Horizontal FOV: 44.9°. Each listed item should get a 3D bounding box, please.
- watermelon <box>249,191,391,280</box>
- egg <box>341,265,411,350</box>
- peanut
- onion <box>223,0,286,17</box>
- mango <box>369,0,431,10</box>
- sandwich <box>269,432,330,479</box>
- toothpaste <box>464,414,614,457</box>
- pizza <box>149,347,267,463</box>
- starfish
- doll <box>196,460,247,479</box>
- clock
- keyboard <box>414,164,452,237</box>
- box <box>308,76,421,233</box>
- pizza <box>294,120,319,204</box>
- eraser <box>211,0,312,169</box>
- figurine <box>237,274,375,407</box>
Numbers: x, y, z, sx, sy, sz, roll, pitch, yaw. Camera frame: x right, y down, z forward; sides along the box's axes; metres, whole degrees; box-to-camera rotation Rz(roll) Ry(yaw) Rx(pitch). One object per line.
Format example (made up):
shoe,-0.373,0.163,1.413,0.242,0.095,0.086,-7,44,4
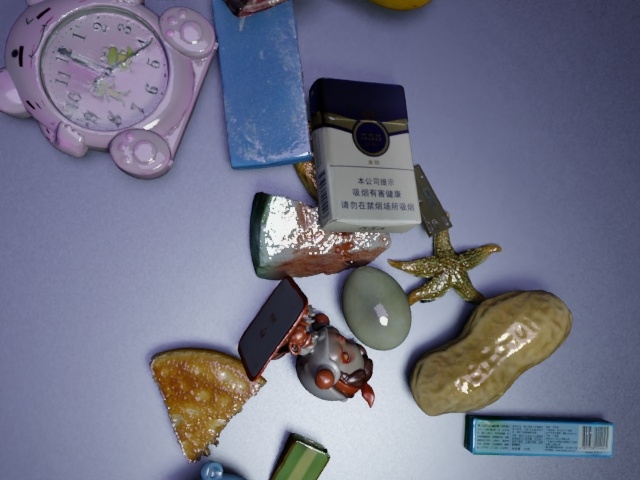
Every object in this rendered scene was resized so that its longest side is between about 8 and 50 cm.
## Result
watermelon,0.000,0.000,1.344,0.241,0.094,0.154,4,94,-11
egg,0.095,0.116,1.331,0.114,0.114,0.152,-21,80,-8
peanut,0.295,0.195,1.350,0.313,0.149,0.149,-39,94,-3
onion,-0.057,-0.533,1.269,0.146,0.314,0.280,10,43,-35
mango,0.105,-0.503,1.338,0.254,0.139,0.175,23,87,-1
sandwich,-0.040,0.400,1.324,0.074,0.074,0.116,25,85,-6
toothpaste,0.396,0.352,1.399,0.267,0.050,0.065,3,89,-8
pizza,-0.207,0.274,1.310,0.201,0.053,0.193,19,91,3
starfish,0.228,0.036,1.391,0.208,0.053,0.176,-4,79,-14
doll,-0.172,0.512,1.272,0.177,0.141,0.314,-8,102,-39
clock,-0.359,-0.277,1.279,0.322,0.113,0.295,21,86,-6
keyboard,0.186,-0.071,1.388,0.049,0.015,0.129,-25,80,-13
box,0.073,-0.144,1.314,0.168,0.071,0.259,0,76,-22
pizza,0.003,-0.141,1.364,0.099,0.036,0.160,-20,92,-8
eraser,-0.101,-0.282,1.331,0.144,0.042,0.312,-7,85,2
figurine,0.003,0.198,1.299,0.226,0.183,0.160,35,93,-18
